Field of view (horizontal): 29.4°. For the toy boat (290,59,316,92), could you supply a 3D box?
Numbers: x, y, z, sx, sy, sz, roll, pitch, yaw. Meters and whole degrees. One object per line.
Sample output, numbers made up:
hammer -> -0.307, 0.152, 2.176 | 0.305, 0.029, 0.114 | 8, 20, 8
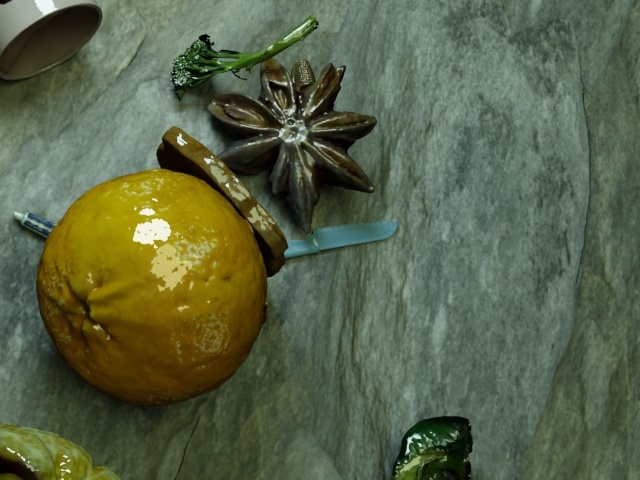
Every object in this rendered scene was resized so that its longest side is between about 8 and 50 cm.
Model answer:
toy boat -> -0.020, -0.244, 2.128 | 0.047, 0.049, 0.149 | -9, 74, -26

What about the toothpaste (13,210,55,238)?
toothpaste -> -0.412, -0.011, 1.894 | 0.140, 0.021, 0.037 | 27, 69, -13

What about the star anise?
star anise -> -0.049, -0.161, 2.035 | 0.315, 0.108, 0.315 | 1, 83, -5

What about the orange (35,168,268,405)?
orange -> -0.246, 0.071, 1.740 | 0.293, 0.340, 0.341 | -21, 78, -52

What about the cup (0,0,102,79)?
cup -> -0.502, -0.371, 1.920 | 0.253, 0.191, 0.200 | -35, 81, 4

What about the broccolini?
broccolini -> -0.129, -0.325, 2.041 | 0.271, 0.062, 0.123 | -20, 56, 11

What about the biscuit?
biscuit -> -0.151, -0.062, 1.887 | 0.273, 0.257, 0.049 | 45, 75, 6

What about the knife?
knife -> 0.000, 0.000, 2.064 | 0.313, 0.019, 0.044 | -9, 71, -27

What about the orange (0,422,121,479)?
orange -> -0.376, 0.391, 1.638 | 0.368, 0.271, 0.210 | 38, 18, -5

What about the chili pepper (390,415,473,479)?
chili pepper -> 0.164, 0.401, 1.932 | 0.148, 0.116, 0.265 | 20, 63, -1
